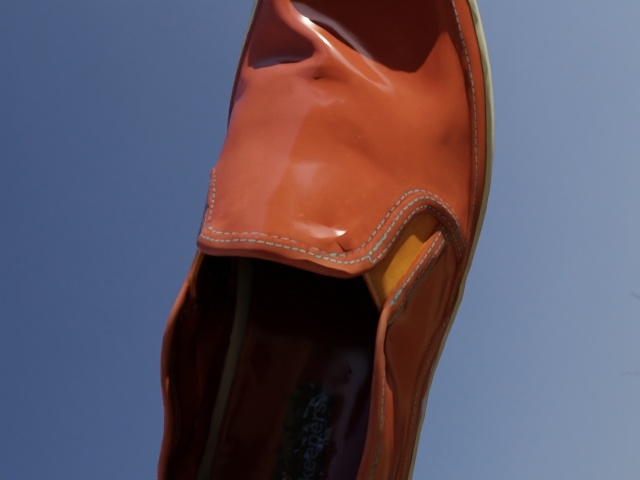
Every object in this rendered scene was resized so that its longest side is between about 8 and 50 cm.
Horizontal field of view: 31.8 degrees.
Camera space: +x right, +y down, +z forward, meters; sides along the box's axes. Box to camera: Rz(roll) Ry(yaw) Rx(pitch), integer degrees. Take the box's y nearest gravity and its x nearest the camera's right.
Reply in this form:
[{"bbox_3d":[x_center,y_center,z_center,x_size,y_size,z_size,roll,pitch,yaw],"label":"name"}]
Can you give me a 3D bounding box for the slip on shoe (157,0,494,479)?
[{"bbox_3d":[0.000,0.000,0.457,0.101,0.123,0.331,49,-130,-70],"label":"slip on shoe"}]
